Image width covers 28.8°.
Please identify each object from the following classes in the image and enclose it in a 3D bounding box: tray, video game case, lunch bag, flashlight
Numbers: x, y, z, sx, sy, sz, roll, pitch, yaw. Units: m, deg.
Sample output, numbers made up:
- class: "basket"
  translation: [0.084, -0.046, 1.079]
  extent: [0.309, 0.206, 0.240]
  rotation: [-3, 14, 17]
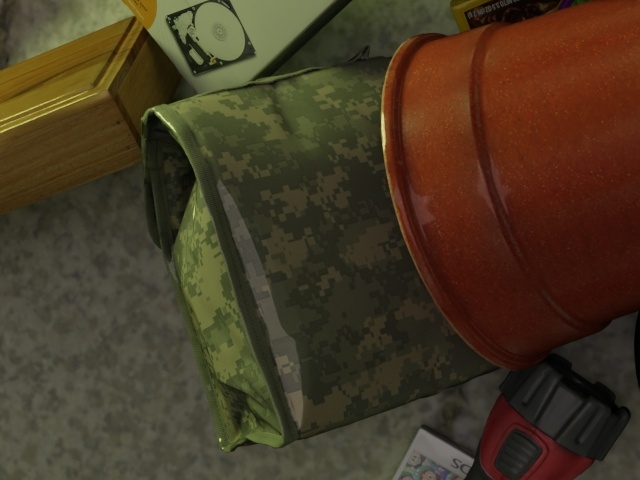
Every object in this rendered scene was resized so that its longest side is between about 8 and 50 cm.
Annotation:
- class: "tray"
  translation: [-0.334, -0.074, 1.112]
  extent: [0.411, 0.203, 0.076]
  rotation: [-19, 116, 13]
- class: "video game case"
  translation: [0.113, 0.265, 1.092]
  extent: [0.143, 0.019, 0.157]
  rotation: [29, 97, 13]
- class: "lunch bag"
  translation: [0.000, 0.000, 1.005]
  extent: [0.235, 0.169, 0.287]
  rotation: [-16, 87, -25]
- class: "flashlight"
  translation: [0.130, 0.235, 1.033]
  extent: [0.103, 0.103, 0.304]
  rotation: [28, 102, -20]

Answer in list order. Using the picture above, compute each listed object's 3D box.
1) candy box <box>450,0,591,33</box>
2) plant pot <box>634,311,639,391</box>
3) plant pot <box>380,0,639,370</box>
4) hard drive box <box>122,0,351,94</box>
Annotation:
- class: "candy box"
  translation: [0.223, -0.188, 1.043]
  extent: [0.206, 0.027, 0.105]
  rotation: [-20, 113, 14]
- class: "plant pot"
  translation: [0.343, 0.092, 0.940]
  extent: [0.188, 0.167, 0.187]
  rotation: [-32, 109, 11]
- class: "plant pot"
  translation: [0.228, -0.068, 0.899]
  extent: [0.265, 0.272, 0.272]
  rotation: [-19, 85, 32]
- class: "hard drive box"
  translation: [-0.061, -0.243, 1.030]
  extent: [0.181, 0.089, 0.232]
  rotation: [51, 137, -3]
